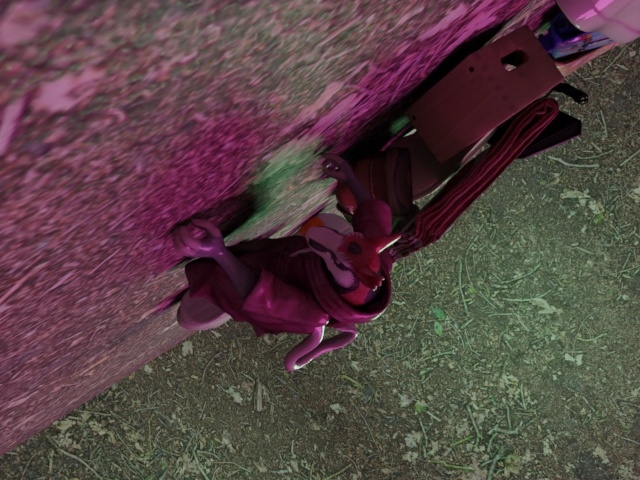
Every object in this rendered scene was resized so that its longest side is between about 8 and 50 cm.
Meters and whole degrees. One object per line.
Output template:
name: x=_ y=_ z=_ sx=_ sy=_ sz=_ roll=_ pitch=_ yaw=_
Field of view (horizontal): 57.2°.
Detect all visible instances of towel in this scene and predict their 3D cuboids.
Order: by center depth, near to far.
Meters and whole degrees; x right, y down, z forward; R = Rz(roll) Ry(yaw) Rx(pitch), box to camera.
towel: x=0.186 y=-0.067 z=0.849 sx=0.237 sy=0.037 sz=0.329 roll=-44 pitch=178 yaw=-11

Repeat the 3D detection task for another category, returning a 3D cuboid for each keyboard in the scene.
keyboard: x=0.374 y=-0.235 z=1.068 sx=0.201 sy=0.033 sz=0.317 roll=-28 pitch=-153 yaw=5

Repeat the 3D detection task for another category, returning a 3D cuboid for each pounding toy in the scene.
pounding toy: x=0.195 y=-0.181 z=0.764 sx=0.181 sy=0.094 sz=0.206 roll=-35 pitch=180 yaw=-33

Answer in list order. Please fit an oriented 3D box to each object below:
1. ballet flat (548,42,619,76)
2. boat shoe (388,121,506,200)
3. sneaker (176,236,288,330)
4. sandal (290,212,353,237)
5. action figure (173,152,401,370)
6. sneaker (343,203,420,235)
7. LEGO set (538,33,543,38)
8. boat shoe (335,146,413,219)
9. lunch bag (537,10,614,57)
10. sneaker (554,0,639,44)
ballet flat: x=0.551 y=-0.416 z=1.089 sx=0.316 sy=0.107 sz=0.106 roll=-37 pitch=164 yaw=21
boat shoe: x=0.223 y=-0.176 z=1.043 sx=0.097 sy=0.116 sz=0.324 roll=-29 pitch=168 yaw=-44
sneaker: x=-0.155 y=0.088 z=1.178 sx=0.292 sy=0.108 sz=0.169 roll=-23 pitch=174 yaw=-25
sandal: x=-0.006 y=-0.009 z=1.423 sx=0.265 sy=0.102 sz=0.076 roll=-25 pitch=-173 yaw=47
action figure: x=-0.021 y=0.062 z=0.681 sx=0.248 sy=0.275 sz=0.370 roll=-28 pitch=-172 yaw=-25
sneaker: x=0.117 y=-0.091 z=1.270 sx=0.134 sy=0.146 sz=0.343 roll=-59 pitch=-173 yaw=12
LEGO set: x=0.353 y=-0.322 z=1.012 sx=0.083 sy=0.023 sz=0.054 roll=-36 pitch=178 yaw=8
boat shoe: x=0.080 y=-0.090 z=0.938 sx=0.116 sy=0.123 sz=0.324 roll=-5 pitch=178 yaw=5
lunch bag: x=0.460 y=-0.363 z=0.874 sx=0.293 sy=0.138 sz=0.221 roll=-23 pitch=-176 yaw=24
sneaker: x=0.339 y=-0.281 z=0.614 sx=0.123 sy=0.106 sz=0.290 roll=-34 pitch=178 yaw=39
